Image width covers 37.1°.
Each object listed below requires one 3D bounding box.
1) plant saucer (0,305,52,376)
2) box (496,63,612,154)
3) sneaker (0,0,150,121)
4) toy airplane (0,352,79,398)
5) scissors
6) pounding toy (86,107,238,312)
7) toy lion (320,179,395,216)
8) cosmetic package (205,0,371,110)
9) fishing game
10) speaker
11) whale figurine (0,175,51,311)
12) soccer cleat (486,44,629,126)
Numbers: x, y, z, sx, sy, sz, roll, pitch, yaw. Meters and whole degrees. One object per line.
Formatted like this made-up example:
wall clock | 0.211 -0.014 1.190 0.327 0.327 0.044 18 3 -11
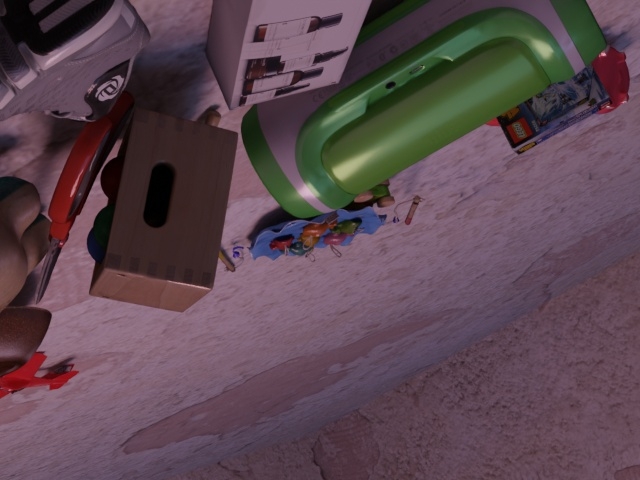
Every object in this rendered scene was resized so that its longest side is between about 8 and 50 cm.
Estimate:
plant saucer | -0.430 0.132 0.982 0.310 0.050 0.310 -14 170 -2
box | 0.186 -0.158 0.851 0.094 0.137 0.027 -28 162 17
sneaker | -0.209 -0.090 0.625 0.228 0.086 0.132 -26 166 6
toy airplane | -0.408 0.197 1.342 0.151 0.028 0.151 -22 162 -7
scissors | -0.220 -0.007 0.793 0.297 0.021 0.109 -53 -167 38
pounding toy | -0.141 -0.038 0.804 0.094 0.181 0.206 12 165 -16
toy lion | 0.037 -0.048 1.188 0.096 0.034 0.100 -23 165 26
cosmetic package | -0.014 -0.180 0.650 0.099 0.060 0.239 -19 163 -18
fishing game | 0.000 0.000 1.204 0.264 0.041 0.189 -14 168 -4
speaker | 0.081 -0.134 0.808 0.296 0.131 0.131 -29 163 18
whale figurine | -0.318 0.016 0.770 0.216 0.141 0.272 -46 -178 12
soccer cleat | 0.246 -0.169 1.039 0.248 0.083 0.095 -16 -168 -39
